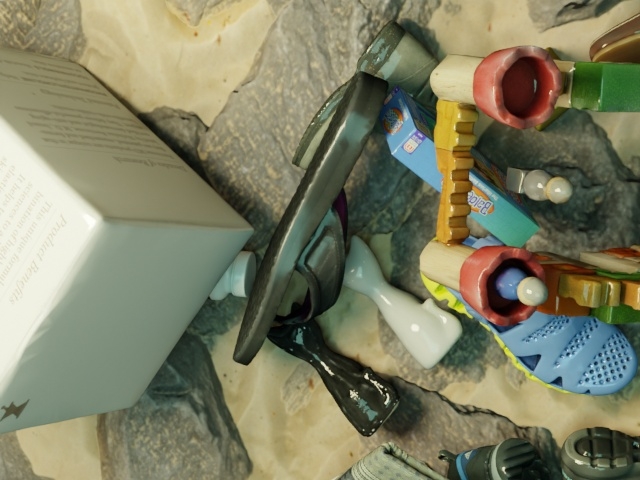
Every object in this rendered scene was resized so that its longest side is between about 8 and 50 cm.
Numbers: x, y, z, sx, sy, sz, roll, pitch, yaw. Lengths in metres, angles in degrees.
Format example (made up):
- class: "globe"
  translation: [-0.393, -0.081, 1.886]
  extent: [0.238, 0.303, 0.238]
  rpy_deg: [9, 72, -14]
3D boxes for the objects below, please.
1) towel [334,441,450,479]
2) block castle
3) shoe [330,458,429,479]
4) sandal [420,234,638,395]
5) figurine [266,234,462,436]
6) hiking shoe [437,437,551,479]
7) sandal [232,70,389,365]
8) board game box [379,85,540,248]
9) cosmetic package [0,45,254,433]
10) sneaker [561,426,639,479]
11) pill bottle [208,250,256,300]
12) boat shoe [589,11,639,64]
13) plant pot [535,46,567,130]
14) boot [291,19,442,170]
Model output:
- class: "towel"
  translation: [0.157, 0.397, 1.528]
  extent: [0.324, 0.056, 0.312]
  rpy_deg: [31, 141, -5]
- class: "block castle"
  translation: [0.349, -0.062, 1.302]
  extent: [0.453, 0.213, 0.303]
  rpy_deg: [-2, 102, -26]
- class: "shoe"
  translation: [0.070, 0.363, 1.625]
  extent: [0.178, 0.081, 0.063]
  rpy_deg: [-20, 97, 15]
- class: "sandal"
  translation: [0.274, 0.094, 1.484]
  extent: [0.317, 0.138, 0.126]
  rpy_deg: [32, 77, 1]
- class: "figurine"
  translation: [0.058, 0.126, 1.580]
  extent: [0.209, 0.092, 0.215]
  rpy_deg: [42, 106, 6]
- class: "hiking shoe"
  translation: [0.285, 0.405, 1.593]
  extent: [0.132, 0.113, 0.304]
  rpy_deg: [-14, 107, 45]
- class: "sandal"
  translation: [0.000, 0.000, 1.475]
  extent: [0.107, 0.167, 0.446]
  rpy_deg: [24, 117, -7]
- class: "board game box"
  translation: [0.170, -0.092, 1.435]
  extent: [0.210, 0.160, 0.047]
  rpy_deg: [36, 108, -19]
- class: "cosmetic package"
  translation: [-0.377, -0.012, 1.461]
  extent: [0.393, 0.327, 0.329]
  rpy_deg: [42, 108, 22]
- class: "sneaker"
  translation: [0.456, 0.315, 1.540]
  extent: [0.267, 0.101, 0.106]
  rpy_deg: [5, 126, 9]
- class: "pill bottle"
  translation: [-0.172, 0.038, 1.606]
  extent: [0.152, 0.086, 0.086]
  rpy_deg: [7, 103, 10]
- class: "boat shoe"
  translation: [0.434, -0.269, 1.427]
  extent: [0.207, 0.073, 0.073]
  rpy_deg: [-17, 60, 12]
- class: "plant pot"
  translation: [0.286, -0.190, 1.462]
  extent: [0.081, 0.083, 0.081]
  rpy_deg: [-40, 91, 16]
- class: "boot"
  translation: [0.085, -0.154, 1.519]
  extent: [0.161, 0.083, 0.246]
  rpy_deg: [38, 110, -6]
